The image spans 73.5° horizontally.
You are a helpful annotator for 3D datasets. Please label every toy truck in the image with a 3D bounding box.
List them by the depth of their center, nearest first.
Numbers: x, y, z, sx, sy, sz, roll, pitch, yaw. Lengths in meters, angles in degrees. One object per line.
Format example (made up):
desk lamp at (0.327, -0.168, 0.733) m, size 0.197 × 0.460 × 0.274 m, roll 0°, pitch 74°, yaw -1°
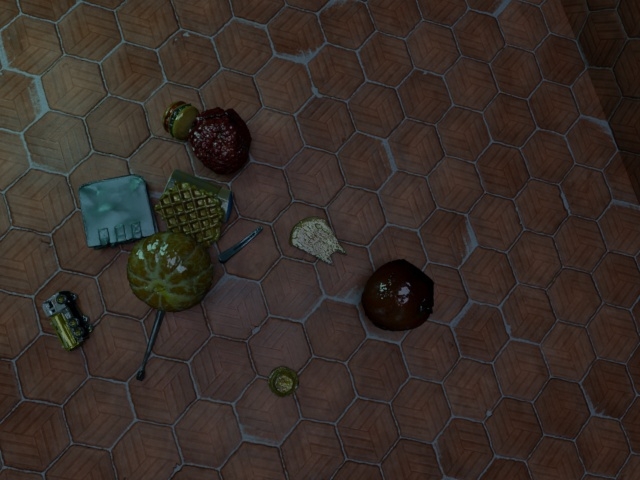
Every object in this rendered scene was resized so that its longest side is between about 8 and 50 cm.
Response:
toy truck at (-0.990, 0.314, 1.677) m, size 0.114 × 0.098 × 0.227 m, roll -28°, pitch 89°, yaw -4°

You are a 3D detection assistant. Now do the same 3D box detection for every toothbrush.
toothbrush at (-0.687, 0.420, 1.738) m, size 0.030 × 0.030 × 0.298 m, roll 21°, pitch 79°, yaw -31°

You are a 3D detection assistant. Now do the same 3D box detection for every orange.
orange at (-0.577, 0.118, 1.661) m, size 0.328 × 0.249 × 0.330 m, roll 3°, pitch 110°, yaw 9°

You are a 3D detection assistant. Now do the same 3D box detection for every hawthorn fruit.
hawthorn fruit at (0.321, 0.223, 1.767) m, size 0.315 × 0.316 × 0.316 m, roll 1°, pitch 83°, yaw -7°

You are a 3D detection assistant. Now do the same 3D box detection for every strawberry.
strawberry at (-0.400, -0.417, 1.759) m, size 0.273 × 0.220 × 0.275 m, roll 1°, pitch 88°, yaw -28°

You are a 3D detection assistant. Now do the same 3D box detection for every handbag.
handbag at (-0.824, -0.114, 1.752) m, size 0.268 × 0.100 × 0.274 m, roll -16°, pitch 86°, yaw -12°

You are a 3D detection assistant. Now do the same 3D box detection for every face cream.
face cream at (-0.505, -0.188, 1.812) m, size 0.284 × 0.067 × 0.140 m, roll 22°, pitch 86°, yaw -4°

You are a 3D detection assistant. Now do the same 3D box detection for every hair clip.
hair clip at (-0.339, 0.013, 1.822) m, size 0.229 × 0.070 × 0.039 m, roll -41°, pitch 86°, yaw -17°

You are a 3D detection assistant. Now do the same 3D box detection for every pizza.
pizza at (0.000, 0.000, 1.871) m, size 0.262 × 0.034 × 0.181 m, roll 34°, pitch 81°, yaw -2°

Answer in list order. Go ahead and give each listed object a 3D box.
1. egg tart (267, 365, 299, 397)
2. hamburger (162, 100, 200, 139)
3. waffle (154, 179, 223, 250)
egg tart at (-0.154, 0.585, 1.774) m, size 0.130 × 0.052 × 0.131 m, roll 0°, pitch 84°, yaw -4°
hamburger at (-0.580, -0.503, 1.795) m, size 0.115 × 0.162 × 0.162 m, roll 34°, pitch 80°, yaw 10°
waffle at (-0.545, -0.088, 1.761) m, size 0.281 × 0.058 × 0.301 m, roll 9°, pitch 99°, yaw -2°
